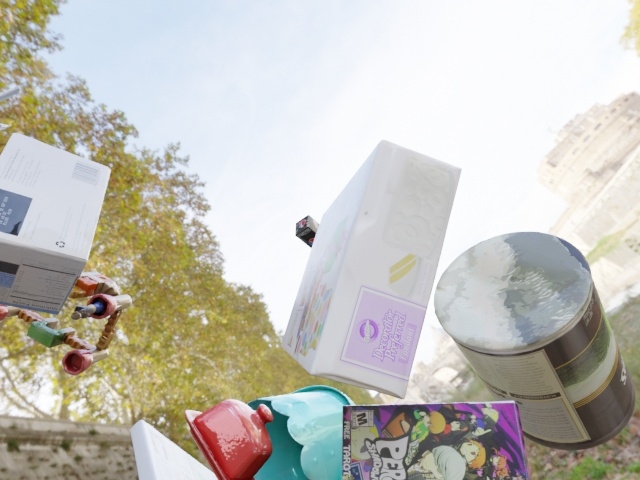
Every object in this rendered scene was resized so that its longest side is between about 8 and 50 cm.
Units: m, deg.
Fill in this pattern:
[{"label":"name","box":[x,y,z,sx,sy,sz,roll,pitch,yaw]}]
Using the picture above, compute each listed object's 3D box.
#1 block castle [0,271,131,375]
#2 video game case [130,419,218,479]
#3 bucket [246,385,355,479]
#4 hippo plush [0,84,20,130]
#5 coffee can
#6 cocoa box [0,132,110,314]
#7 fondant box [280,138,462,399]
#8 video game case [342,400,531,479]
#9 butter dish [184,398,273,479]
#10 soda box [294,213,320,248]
[{"label":"block castle","box":[-0.938,0.235,1.467,0.302,0.454,0.213,-64,-8,2]},{"label":"video game case","box":[-0.224,0.510,0.786,0.036,0.329,0.299,-45,-64,-16]},{"label":"bucket","box":[-0.032,0.442,0.859,0.183,0.281,0.281,0,-47,-38]},{"label":"hippo plush","box":[-0.954,-0.307,1.001,0.237,0.295,0.233,31,-118,-62]},{"label":"coffee can","box":[0.318,0.151,0.621,0.202,0.201,0.275,-41,-61,-4]},{"label":"cocoa box","box":[-0.684,-0.039,1.005,0.232,0.346,0.228,21,-53,-33]},{"label":"fondant box","box":[0.040,0.049,0.549,0.330,0.096,0.238,132,156,-77]},{"label":"video game case","box":[0.125,0.302,0.460,0.211,0.231,0.042,-11,-30,25]},{"label":"butter dish","box":[-0.135,0.335,0.726,0.118,0.160,0.160,-40,-26,-12]},{"label":"soda box","box":[0.000,0.000,1.240,0.053,0.060,0.169,-32,-54,26]}]
